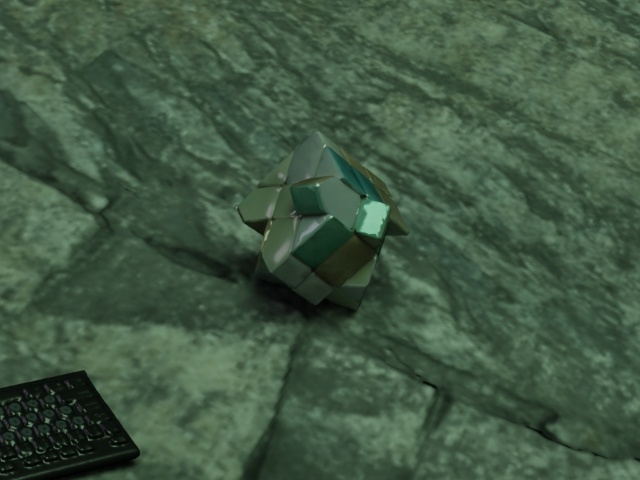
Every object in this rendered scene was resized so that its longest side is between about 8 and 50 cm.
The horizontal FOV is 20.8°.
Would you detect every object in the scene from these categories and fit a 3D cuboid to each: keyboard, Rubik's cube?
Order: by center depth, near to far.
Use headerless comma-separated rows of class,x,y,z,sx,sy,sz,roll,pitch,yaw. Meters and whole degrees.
keyboard,-0.179,0.095,0.759,0.198,0.010,0.064,-11,43,-33
Rubik's cube,0.003,-0.001,0.903,0.075,0.084,0.073,16,28,-34
